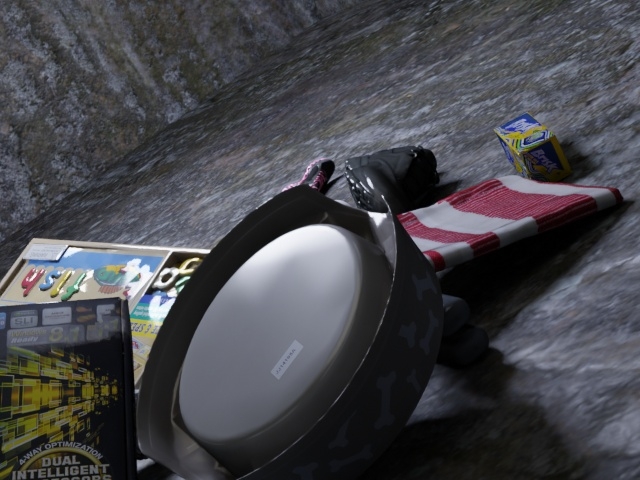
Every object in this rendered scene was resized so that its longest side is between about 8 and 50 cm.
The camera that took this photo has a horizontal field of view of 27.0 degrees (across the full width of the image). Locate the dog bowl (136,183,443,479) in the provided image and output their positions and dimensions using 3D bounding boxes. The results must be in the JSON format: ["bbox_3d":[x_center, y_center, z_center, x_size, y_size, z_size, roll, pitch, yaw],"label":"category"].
[{"bbox_3d":[-0.027,0.107,1.304,0.349,0.102,0.348,-33,37,29],"label":"dog bowl"}]

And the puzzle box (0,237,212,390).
[{"bbox_3d":[-0.333,0.120,1.846,0.409,0.052,0.272,2,51,40],"label":"puzzle box"}]

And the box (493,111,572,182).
[{"bbox_3d":[0.277,-0.119,1.744,0.054,0.059,0.169,-28,15,4],"label":"box"}]

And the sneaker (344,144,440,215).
[{"bbox_3d":[0.107,-0.084,1.887,0.130,0.109,0.286,-23,18,6],"label":"sneaker"}]

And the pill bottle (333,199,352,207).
[{"bbox_3d":[0.000,0.000,1.878,0.067,0.067,0.120,-12,24,50],"label":"pill bottle"}]

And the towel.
[{"bbox_3d":[0.149,-0.014,1.539,0.329,0.037,0.237,-19,12,-19],"label":"towel"}]

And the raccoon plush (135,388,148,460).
[{"bbox_3d":[-0.399,0.310,1.587,0.446,0.216,0.299,-5,-9,-20],"label":"raccoon plush"}]

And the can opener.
[{"bbox_3d":[0.105,0.067,1.446,0.095,0.076,0.283,-39,18,-16],"label":"can opener"}]

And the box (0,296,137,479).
[{"bbox_3d":[-0.383,0.211,1.349,0.395,0.097,0.318,-4,41,-6],"label":"box"}]

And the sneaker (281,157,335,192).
[{"bbox_3d":[-0.011,-0.095,2.260,0.119,0.047,0.057,-45,26,-22],"label":"sneaker"}]
